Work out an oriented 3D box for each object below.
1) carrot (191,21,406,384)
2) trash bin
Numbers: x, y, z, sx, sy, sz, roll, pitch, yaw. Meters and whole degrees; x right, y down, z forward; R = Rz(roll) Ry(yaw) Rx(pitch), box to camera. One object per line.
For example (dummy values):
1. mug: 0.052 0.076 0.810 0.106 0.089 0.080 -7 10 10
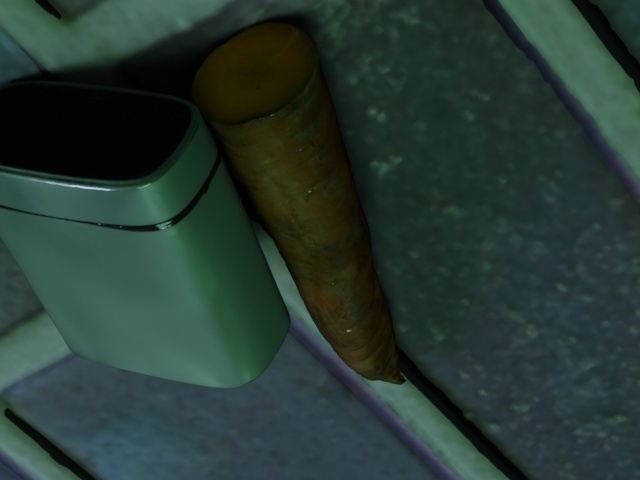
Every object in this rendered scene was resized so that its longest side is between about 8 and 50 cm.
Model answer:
1. carrot: 0.000 0.000 0.875 0.057 0.057 0.224 -12 137 9
2. trash bin: -0.085 -0.002 0.837 0.116 0.059 0.130 10 142 30
